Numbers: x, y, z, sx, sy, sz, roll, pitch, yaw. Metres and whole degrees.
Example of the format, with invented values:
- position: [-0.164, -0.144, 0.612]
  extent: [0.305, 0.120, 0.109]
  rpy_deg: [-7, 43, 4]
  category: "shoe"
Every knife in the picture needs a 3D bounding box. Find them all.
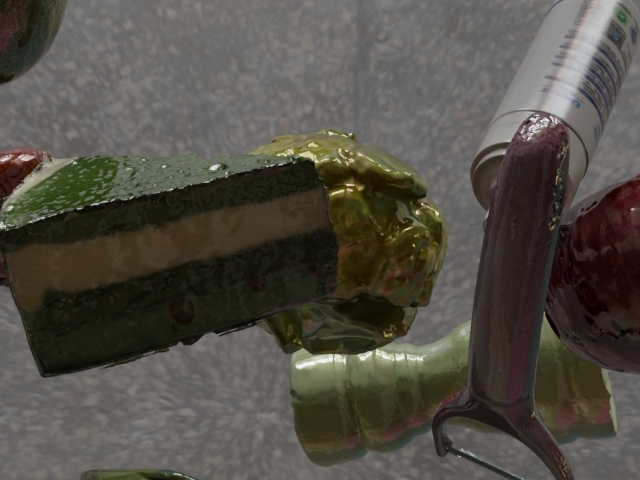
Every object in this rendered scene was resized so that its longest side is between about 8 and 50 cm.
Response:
- position: [0.128, 0.057, 0.734]
  extent: [0.123, 0.278, 0.053]
  rpy_deg: [18, 36, 27]
  category: "knife"

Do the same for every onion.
- position: [-0.442, -0.020, 1.749]
  extent: [0.163, 0.230, 0.230]
  rpy_deg: [38, 81, 25]
  category: "onion"
- position: [0.317, 0.039, 1.040]
  extent: [0.246, 0.246, 0.190]
  rpy_deg: [2, 67, -3]
  category: "onion"

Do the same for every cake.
- position: [-0.135, -0.007, 1.074]
  extent: [0.284, 0.172, 0.158]
  rpy_deg: [-14, 113, -4]
  category: "cake"

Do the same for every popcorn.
- position: [0.003, -0.004, 1.223]
  extent: [0.276, 0.276, 0.225]
  rpy_deg: [39, 93, 3]
  category: "popcorn"

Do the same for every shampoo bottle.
- position: [0.199, -0.106, 1.004]
  extent: [0.092, 0.092, 0.303]
  rpy_deg: [30, 50, 2]
  category: "shampoo bottle"

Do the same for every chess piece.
- position: [0.184, 0.199, 1.671]
  extent: [0.442, 0.234, 0.234]
  rpy_deg: [-11, 82, 14]
  category: "chess piece"

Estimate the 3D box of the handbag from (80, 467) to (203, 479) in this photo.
- position: [-0.128, 0.326, 0.959]
  extent: [0.222, 0.263, 0.241]
  rpy_deg: [31, 63, -29]
  category: "handbag"

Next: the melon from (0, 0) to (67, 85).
- position: [-0.439, -0.349, 1.474]
  extent: [0.249, 0.329, 0.248]
  rpy_deg: [6, 38, -5]
  category: "melon"
